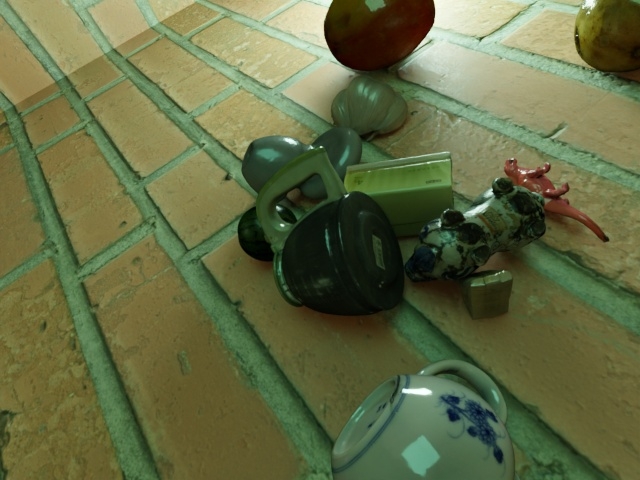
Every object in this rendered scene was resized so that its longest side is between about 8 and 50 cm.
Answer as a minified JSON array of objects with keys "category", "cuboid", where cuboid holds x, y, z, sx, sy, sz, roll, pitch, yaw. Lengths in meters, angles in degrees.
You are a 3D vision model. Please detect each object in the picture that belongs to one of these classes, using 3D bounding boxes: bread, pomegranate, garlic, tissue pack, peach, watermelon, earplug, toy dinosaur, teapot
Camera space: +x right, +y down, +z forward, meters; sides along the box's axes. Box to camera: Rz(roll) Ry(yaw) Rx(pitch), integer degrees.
[{"category":"bread","cuboid":[0.301,0.071,0.810,0.077,0.152,0.105,-15,53,7]},{"category":"pomegranate","cuboid":[0.774,-0.555,1.088,0.261,0.260,0.260,-10,49,12]},{"category":"garlic","cuboid":[0.136,-0.396,1.264,0.230,0.142,0.178,11,55,17]},{"category":"tissue pack","cuboid":[0.180,-0.094,0.981,0.234,0.159,0.125,-5,51,16]},{"category":"peach","cuboid":[0.182,-0.714,1.408,0.373,0.289,0.372,-13,48,15]},{"category":"watermelon","cuboid":[-0.104,-0.024,1.041,0.187,0.140,0.140,-9,49,8]},{"category":"earplug","cuboid":[-0.048,-0.205,1.146,0.326,0.175,0.214,-9,52,13]},{"category":"toy dinosaur","cuboid":[0.462,-0.076,0.939,0.139,0.070,0.286,-28,50,10]},{"category":"teapot","cuboid":[-0.001,0.019,0.867,0.239,0.321,0.239,-20,39,31]},{"category":"teapot","cuboid":[0.166,0.332,0.598,0.280,0.252,0.424,40,43,5]}]

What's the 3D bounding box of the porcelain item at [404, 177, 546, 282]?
[{"category":"porcelain item","cuboid":[0.306,-0.003,0.869,0.288,0.186,0.138,-27,73,-20]}]
